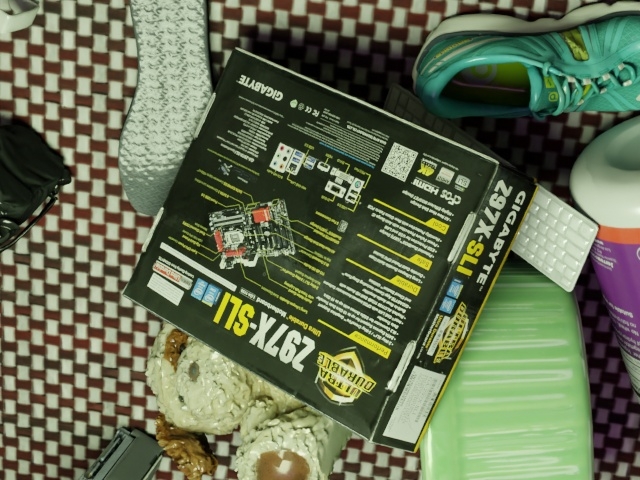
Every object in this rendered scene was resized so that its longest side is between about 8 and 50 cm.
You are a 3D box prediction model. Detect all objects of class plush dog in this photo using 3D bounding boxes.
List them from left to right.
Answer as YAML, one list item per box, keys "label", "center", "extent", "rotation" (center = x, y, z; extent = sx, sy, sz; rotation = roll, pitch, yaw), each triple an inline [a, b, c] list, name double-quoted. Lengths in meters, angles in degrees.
- label: "plush dog"
  center: [-0.068, 0.123, 1.741]
  extent: [0.225, 0.210, 0.263]
  rotation: [2, 92, 23]

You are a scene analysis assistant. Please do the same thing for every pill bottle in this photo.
- label: "pill bottle"
  center: [0.353, 0.048, 1.607]
  extent: [0.181, 0.181, 0.323]
  rotation: [-15, 116, 16]

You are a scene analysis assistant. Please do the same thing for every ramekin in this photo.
- label: "ramekin"
  center: [0.166, 0.156, 1.636]
  extent: [0.148, 0.303, 0.303]
  rotation: [-4, 119, 2]

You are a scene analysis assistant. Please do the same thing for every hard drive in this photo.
- label: "hard drive"
  center: [-0.286, 0.381, 1.855]
  extent: [0.064, 0.237, 0.339]
  rotation: [29, 119, 3]

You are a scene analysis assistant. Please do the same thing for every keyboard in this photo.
- label: "keyboard"
  center: [0.145, -0.052, 1.595]
  extent: [0.256, 0.014, 0.072]
  rotation: [38, 132, 30]

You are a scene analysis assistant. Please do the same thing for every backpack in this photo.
- label: "backpack"
  center: [-0.352, -0.031, 1.705]
  extent: [0.182, 0.152, 0.115]
  rotation: [-34, 93, 27]

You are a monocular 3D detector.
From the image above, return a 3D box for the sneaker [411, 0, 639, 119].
- label: "sneaker"
  center: [0.219, -0.143, 1.562]
  extent: [0.275, 0.110, 0.107]
  rotation: [-5, 118, 10]

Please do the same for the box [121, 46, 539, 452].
- label: "box"
  center: [0.000, 0.000, 1.540]
  extent: [0.322, 0.079, 0.257]
  rotation: [26, 95, 37]

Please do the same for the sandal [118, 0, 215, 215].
- label: "sandal"
  center: [-0.138, -0.146, 1.655]
  extent: [0.097, 0.054, 0.255]
  rotation: [5, 110, -2]

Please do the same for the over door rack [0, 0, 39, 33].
- label: "over door rack"
  center: [-0.366, -0.346, 1.539]
  extent: [0.324, 0.108, 0.239]
  rotation: [27, 120, -7]
